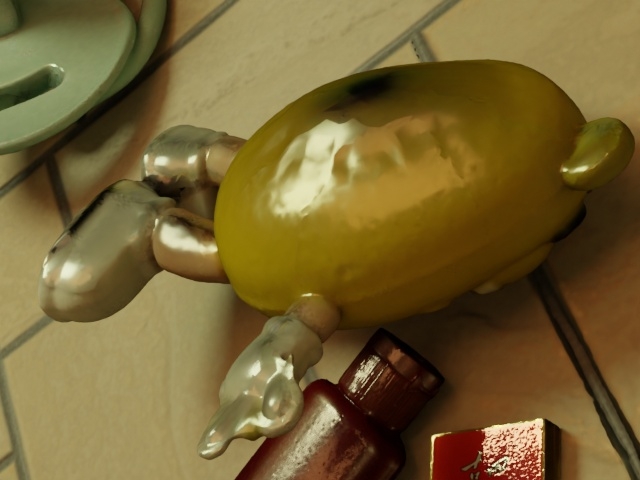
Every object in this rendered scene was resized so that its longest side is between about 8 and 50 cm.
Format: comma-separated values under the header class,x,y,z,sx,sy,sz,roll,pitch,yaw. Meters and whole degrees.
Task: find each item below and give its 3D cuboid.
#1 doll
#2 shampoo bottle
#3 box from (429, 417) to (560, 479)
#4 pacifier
class,x,y,z,sx,sy,sz,roll,pitch,yaw
doll,-0.014,-0.015,1.131,0.348,0.161,0.423,-43,34,-12
shampoo bottle,-0.014,0.181,1.115,0.260,0.064,0.102,-52,45,4
box,0.113,0.188,1.039,0.090,0.023,0.133,-11,62,32
pacifier,-0.297,-0.244,1.429,0.288,0.269,0.343,-22,55,-2
